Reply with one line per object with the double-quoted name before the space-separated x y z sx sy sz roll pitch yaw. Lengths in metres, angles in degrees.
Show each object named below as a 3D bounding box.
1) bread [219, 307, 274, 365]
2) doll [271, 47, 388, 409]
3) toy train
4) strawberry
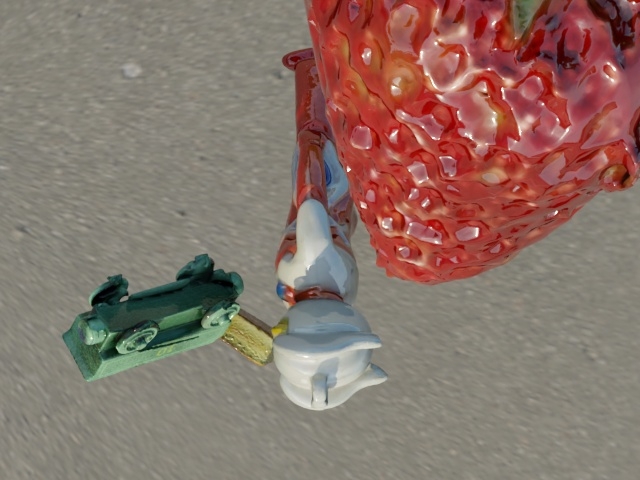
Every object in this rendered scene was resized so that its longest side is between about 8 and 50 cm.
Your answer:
"bread" -0.082 0.086 1.582 0.090 0.094 0.035 32 90 5
"doll" 0.000 0.000 1.513 0.099 0.384 0.188 -8 136 4
"toy train" -0.149 0.071 1.458 0.172 0.099 0.070 -15 64 -37
"strawberry" 0.080 -0.078 0.781 0.205 0.205 0.244 -2 137 -17
